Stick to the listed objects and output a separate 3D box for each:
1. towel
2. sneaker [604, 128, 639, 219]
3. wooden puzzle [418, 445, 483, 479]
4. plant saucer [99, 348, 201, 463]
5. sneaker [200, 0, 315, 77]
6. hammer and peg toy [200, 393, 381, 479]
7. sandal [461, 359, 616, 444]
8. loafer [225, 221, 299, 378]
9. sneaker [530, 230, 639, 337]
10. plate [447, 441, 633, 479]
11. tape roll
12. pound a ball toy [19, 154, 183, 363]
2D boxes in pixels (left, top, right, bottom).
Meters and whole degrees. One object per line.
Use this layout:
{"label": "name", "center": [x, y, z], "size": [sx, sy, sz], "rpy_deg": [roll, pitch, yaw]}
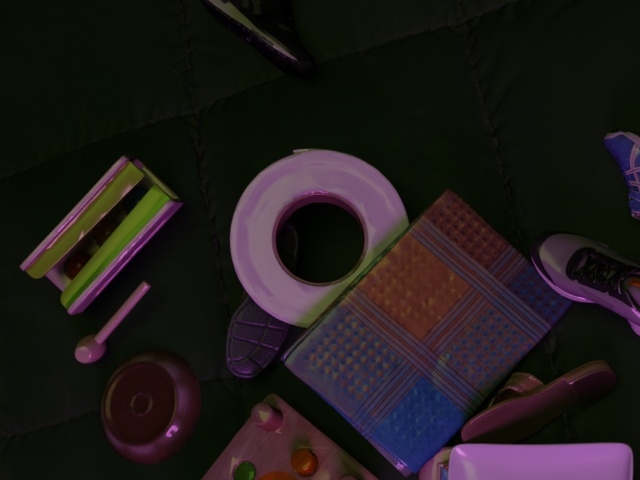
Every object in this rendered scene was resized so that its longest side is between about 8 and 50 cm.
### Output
{"label": "towel", "center": [0.162, 0.138, 1.639], "size": [0.271, 0.040, 0.370], "rpy_deg": [44, 86, 3]}
{"label": "sneaker", "center": [0.486, -0.081, 1.613], "size": [0.081, 0.080, 0.211], "rpy_deg": [-36, 64, 5]}
{"label": "wooden puzzle", "center": [0.253, 0.414, 1.584], "size": [0.239, 0.044, 0.220], "rpy_deg": [-4, 74, 21]}
{"label": "plant saucer", "center": [-0.300, 0.281, 1.848], "size": [0.199, 0.036, 0.198], "rpy_deg": [-6, 74, 20]}
{"label": "sneaker", "center": [-0.093, -0.407, 1.928], "size": [0.124, 0.107, 0.283], "rpy_deg": [-47, 64, -3]}
{"label": "hammer and peg toy", "center": [-0.090, 0.449, 1.649], "size": [0.266, 0.127, 0.361], "rpy_deg": [35, 84, 28]}
{"label": "sandal", "center": [0.315, 0.228, 1.611], "size": [0.240, 0.088, 0.079], "rpy_deg": [-25, 36, 6]}
{"label": "loafer", "center": [-0.093, 0.099, 1.806], "size": [0.096, 0.084, 0.267], "rpy_deg": [17, 85, -7]}
{"label": "sneaker", "center": [0.431, 0.059, 1.569], "size": [0.272, 0.108, 0.100], "rpy_deg": [32, 78, 22]}
{"label": "plate", "center": [0.298, 0.419, 1.485], "size": [0.277, 0.045, 0.277], "rpy_deg": [-8, 64, 34]}
{"label": "tape roll", "center": [0.000, 0.000, 1.718], "size": [0.286, 0.100, 0.286], "rpy_deg": [0, 85, 1]}
{"label": "pound a ball toy", "center": [-0.368, 0.034, 1.912], "size": [0.208, 0.136, 0.319], "rpy_deg": [43, 93, 1]}
